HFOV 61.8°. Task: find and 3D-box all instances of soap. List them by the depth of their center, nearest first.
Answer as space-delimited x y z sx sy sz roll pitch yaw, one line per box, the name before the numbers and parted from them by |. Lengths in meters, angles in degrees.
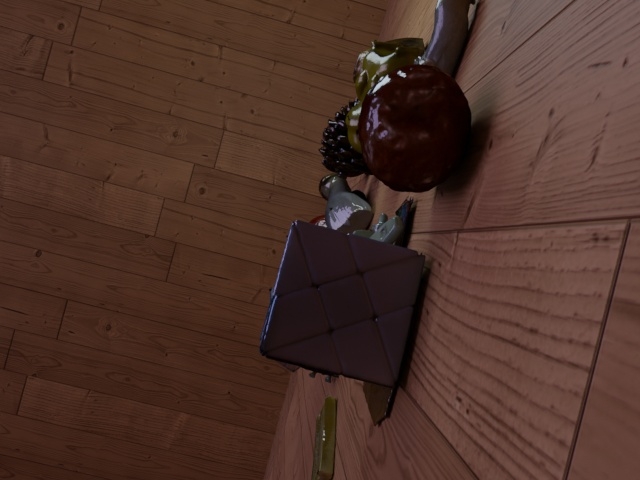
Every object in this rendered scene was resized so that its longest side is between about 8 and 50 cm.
soap | 0.009 0.498 1.312 0.252 0.037 0.092 -81 8 -64

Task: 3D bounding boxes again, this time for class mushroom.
mushroom | 0.225 -0.352 1.049 0.096 0.099 0.278 -104 30 -54
mushroom | 0.077 -0.120 1.757 0.159 0.122 0.328 -34 33 12

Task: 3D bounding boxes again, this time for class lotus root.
lotus root | 0.185 -0.480 1.497 0.188 0.180 0.199 103 179 -47

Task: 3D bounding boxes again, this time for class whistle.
whistle | 0.093 0.038 1.129 0.253 0.106 0.101 -48 61 42

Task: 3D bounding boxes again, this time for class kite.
kite | 0.169 -0.022 1.132 0.241 0.014 0.183 -81 4 -59

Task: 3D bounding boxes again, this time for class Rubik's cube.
Rubik's cube | 0.027 0.109 0.927 0.224 0.221 0.231 124 161 -80

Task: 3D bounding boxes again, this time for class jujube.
jujube | 0.144 -0.161 0.851 0.255 0.190 0.190 89 -166 -76

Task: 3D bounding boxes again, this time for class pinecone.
pinecone | 0.111 -0.331 1.735 0.224 0.224 0.272 -87 16 -74

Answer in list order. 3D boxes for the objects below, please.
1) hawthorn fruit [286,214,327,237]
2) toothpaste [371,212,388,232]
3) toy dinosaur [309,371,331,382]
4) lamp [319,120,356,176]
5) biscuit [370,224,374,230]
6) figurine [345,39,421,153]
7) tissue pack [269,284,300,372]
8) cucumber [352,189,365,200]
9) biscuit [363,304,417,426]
hawthorn fruit | 0.000 0.000 1.870 0.207 0.243 0.207 -168 90 -86
toothpaste | 0.124 0.066 1.208 0.069 0.047 0.268 -8 65 49
toy dinosaur | 0.034 0.346 1.572 0.142 0.057 0.212 -55 5 -28
lamp | 0.096 -0.346 2.026 0.227 0.227 0.226 -165 90 -87
biscuit | 0.134 0.030 1.371 0.206 0.025 0.126 -88 13 -77
figurine | 0.156 -0.335 1.360 0.326 0.169 0.218 -68 29 18
tissue pack | -0.045 0.195 1.636 0.259 0.122 0.361 -46 25 14
cucumber | 0.128 -0.146 1.935 0.227 0.069 0.069 -41 -34 -90
biscuit | 0.119 0.203 0.970 0.237 0.013 0.232 -104 30 -84
